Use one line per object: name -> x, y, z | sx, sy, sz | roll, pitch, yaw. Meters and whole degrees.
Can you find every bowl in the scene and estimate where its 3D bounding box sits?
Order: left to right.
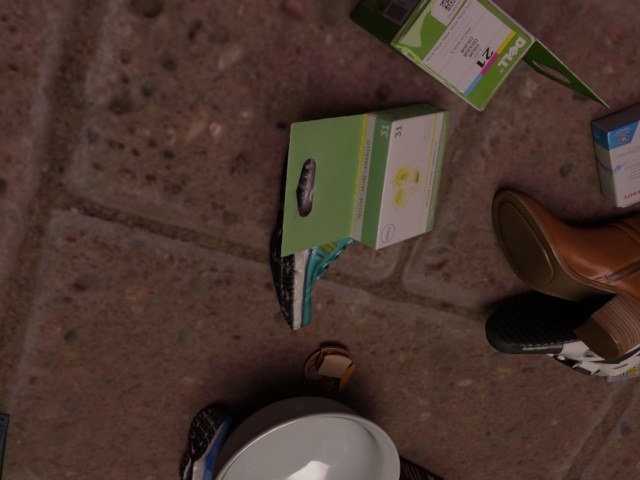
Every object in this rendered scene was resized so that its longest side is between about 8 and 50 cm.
bowl -> -0.039, 0.342, 1.062 | 0.298, 0.134, 0.297 | -9, 118, -17

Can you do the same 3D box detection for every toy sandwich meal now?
toy sandwich meal -> 0.016, 0.199, 1.071 | 0.086, 0.029, 0.085 | -4, 117, -9

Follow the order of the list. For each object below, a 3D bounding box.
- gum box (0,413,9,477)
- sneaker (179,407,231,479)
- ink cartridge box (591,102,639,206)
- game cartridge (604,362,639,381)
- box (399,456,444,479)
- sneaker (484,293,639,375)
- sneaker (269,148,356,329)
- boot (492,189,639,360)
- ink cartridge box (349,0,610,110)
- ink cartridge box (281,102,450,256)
gum box -> -0.475, 0.359, 0.967 | 0.041, 0.184, 0.156 | 10, 114, -16
sneaker -> -0.167, 0.325, 1.092 | 0.073, 0.063, 0.162 | 4, 120, -34
ink cartridge box -> 0.439, -0.120, 0.983 | 0.089, 0.052, 0.122 | -21, 117, 0
game cartridge -> 0.523, 0.208, 1.184 | 0.083, 0.017, 0.055 | -11, 114, -6
box -> 0.074, 0.574, 1.179 | 0.143, 0.191, 0.381 | 35, 105, -24
sneaker -> 0.406, 0.158, 1.074 | 0.331, 0.122, 0.146 | -6, 121, -13
sneaker -> 0.000, 0.000, 0.932 | 0.110, 0.107, 0.275 | 2, 116, -23
boot -> 0.401, 0.004, 0.998 | 0.220, 0.283, 0.109 | -33, 163, -23
ink cartridge box -> 0.179, -0.210, 0.808 | 0.255, 0.188, 0.097 | 31, 106, -23
ink cartridge box -> 0.061, -0.072, 0.862 | 0.235, 0.056, 0.171 | -18, 123, -43
